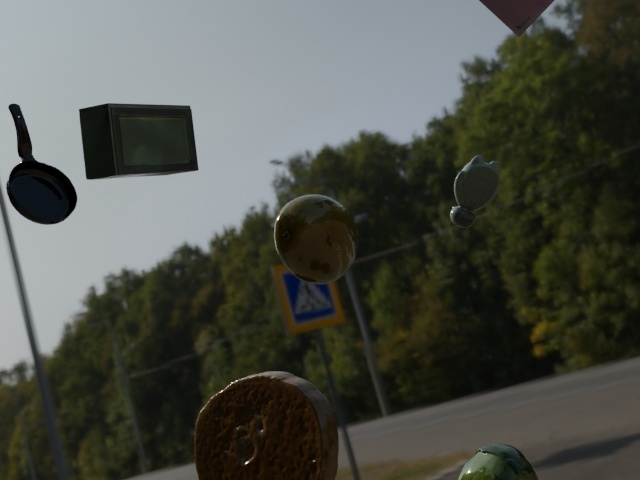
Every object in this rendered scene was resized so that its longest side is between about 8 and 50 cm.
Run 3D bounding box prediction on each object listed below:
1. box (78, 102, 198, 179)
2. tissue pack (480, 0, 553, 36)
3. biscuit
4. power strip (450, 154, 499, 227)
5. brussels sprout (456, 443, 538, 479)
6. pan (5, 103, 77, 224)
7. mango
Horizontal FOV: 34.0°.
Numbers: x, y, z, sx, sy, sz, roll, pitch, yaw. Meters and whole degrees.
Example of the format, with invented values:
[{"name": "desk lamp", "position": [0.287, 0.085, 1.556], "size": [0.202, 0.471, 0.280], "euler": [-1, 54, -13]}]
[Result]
[{"name": "box", "position": [-0.336, -0.186, 1.957], "size": [0.086, 0.130, 0.225], "euler": [-4, 3, 34]}, {"name": "tissue pack", "position": [0.427, -0.542, 2.051], "size": [0.246, 0.148, 0.092], "euler": [-47, 9, 25]}, {"name": "biscuit", "position": [-0.108, 0.441, 2.053], "size": [0.385, 0.365, 0.062], "euler": [-10, -13, 44]}, {"name": "power strip", "position": [0.169, -0.056, 1.175], "size": [0.055, 0.083, 0.035], "euler": [16, 14, -24]}, {"name": "brussels sprout", "position": [0.292, 0.418, 1.695], "size": [0.131, 0.183, 0.145], "euler": [-17, 25, -31]}, {"name": "pan", "position": [-0.461, -0.118, 1.658], "size": [0.114, 0.212, 0.040], "euler": [-10, -19, -48]}, {"name": "mango", "position": [0.000, 0.000, 1.544], "size": [0.091, 0.130, 0.194], "euler": [11, 0, 25]}]
